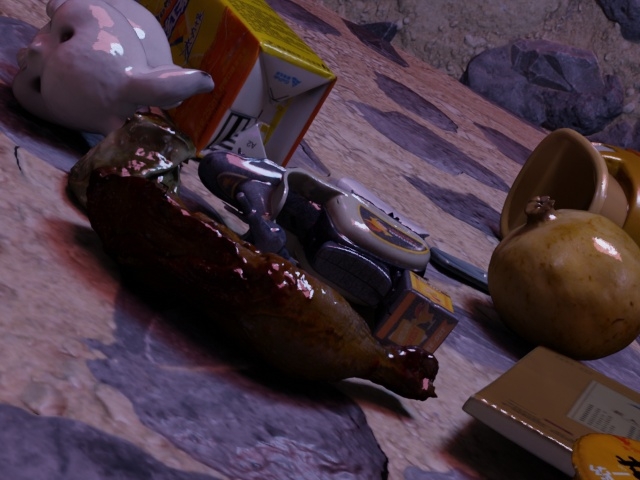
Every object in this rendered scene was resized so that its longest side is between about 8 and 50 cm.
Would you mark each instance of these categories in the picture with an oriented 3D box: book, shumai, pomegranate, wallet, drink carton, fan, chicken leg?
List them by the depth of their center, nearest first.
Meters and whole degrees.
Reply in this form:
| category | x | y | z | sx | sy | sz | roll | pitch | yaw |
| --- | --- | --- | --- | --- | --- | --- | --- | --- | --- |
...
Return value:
| category | x | y | z | sx | sy | sz | roll | pitch | yaw |
| --- | --- | --- | --- | --- | --- | --- | --- | --- | --- |
| chicken leg | -0.047 | 0.042 | 1.004 | 0.322 | 0.083 | 0.177 | 32 | 5 | 8 |
| shumai | -0.154 | -0.064 | 1.091 | 0.099 | 0.087 | 0.124 | 29 | 17 | -17 |
| book | 0.284 | 0.186 | 1.157 | 0.269 | 0.032 | 0.389 | 30 | 10 | 16 |
| pomegranate | 0.276 | 0.040 | 1.416 | 0.196 | 0.196 | 0.196 | 29 | 16 | -9 |
| drink carton | -0.119 | -0.218 | 1.496 | 0.111 | 0.155 | 0.351 | 22 | 19 | -32 |
| wallet | 0.074 | -0.035 | 1.549 | 0.122 | 0.025 | 0.061 | 36 | 18 | 16 |
| fan | 0.251 | 0.071 | 1.570 | 0.282 | 0.023 | 0.057 | 26 | 8 | -21 |

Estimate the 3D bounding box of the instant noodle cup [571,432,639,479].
| category | x | y | z | sx | sy | sz | roll | pitch | yaw |
| --- | --- | --- | --- | --- | --- | --- | --- | --- | --- |
| instant noodle cup | 0.182 | 0.232 | 0.672 | 0.215 | 0.172 | 0.216 | 29 | 15 | -9 |

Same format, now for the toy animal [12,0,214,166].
| category | x | y | z | sx | sy | sz | roll | pitch | yaw |
| --- | --- | --- | --- | --- | --- | --- | --- | --- | --- |
| toy animal | -0.199 | -0.159 | 1.225 | 0.178 | 0.127 | 0.193 | 28 | 14 | -21 |

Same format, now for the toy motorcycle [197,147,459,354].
| category | x | y | z | sx | sy | sz | roll | pitch | yaw |
| --- | --- | --- | --- | --- | --- | --- | --- | --- | --- |
| toy motorcycle | 0.000 | 0.000 | 1.188 | 0.263 | 0.091 | 0.157 | 30 | 20 | -15 |

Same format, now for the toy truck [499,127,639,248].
| category | x | y | z | sx | sy | sz | roll | pitch | yaw |
| --- | --- | --- | --- | --- | --- | --- | --- | --- | --- |
| toy truck | 0.395 | -0.031 | 1.815 | 0.211 | 0.204 | 0.288 | 24 | 19 | -19 |
